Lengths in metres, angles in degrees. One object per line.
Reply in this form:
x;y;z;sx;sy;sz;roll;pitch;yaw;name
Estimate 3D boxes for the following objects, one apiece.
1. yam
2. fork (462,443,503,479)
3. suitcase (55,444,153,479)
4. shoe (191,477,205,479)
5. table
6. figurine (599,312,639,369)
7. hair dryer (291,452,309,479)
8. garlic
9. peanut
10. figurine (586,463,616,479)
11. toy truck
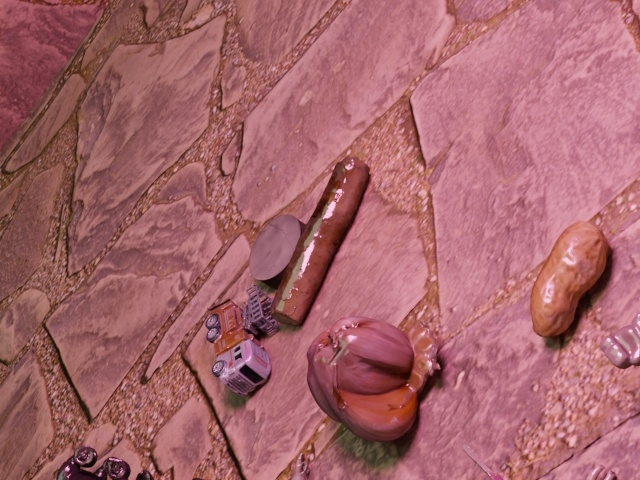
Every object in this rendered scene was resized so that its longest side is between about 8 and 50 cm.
0.000;0.000;2.158;0.067;0.071;0.317;111;-177;-80;yam
0.225;0.311;1.702;0.016;0.012;0.115;-51;31;2;fork
-0.399;0.571;2.033;0.194;0.283;0.433;22;77;9;suitcase
-0.207;0.496;2.022;0.108;0.093;0.241;-82;14;-66;shoe
-0.070;0.021;2.245;0.133;0.043;0.133;-30;44;33;table
0.473;0.105;1.446;0.308;0.143;0.308;-53;21;31;figurine
-0.002;0.400;1.878;0.206;0.075;0.237;-36;32;16;hair dryer
0.084;0.173;1.822;0.207;0.256;0.207;0;59;1;garlic
0.341;0.054;1.703;0.080;0.080;0.174;24;86;54;peanut
0.326;0.327;1.541;0.064;0.047;0.109;32;83;32;figurine
-0.132;0.178;2.174;0.115;0.080;0.177;-33;40;17;toy truck
